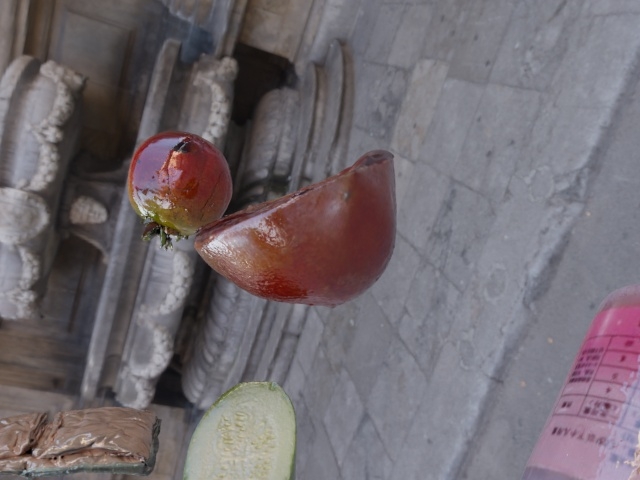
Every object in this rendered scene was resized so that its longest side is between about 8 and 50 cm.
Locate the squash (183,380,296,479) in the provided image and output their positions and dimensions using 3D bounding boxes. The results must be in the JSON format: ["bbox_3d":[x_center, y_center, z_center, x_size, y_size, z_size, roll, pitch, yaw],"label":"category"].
[{"bbox_3d":[-0.130,0.360,0.941,0.189,0.189,0.261,144,129,-67],"label":"squash"}]

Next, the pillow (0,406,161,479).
[{"bbox_3d":[-0.282,0.205,0.590,0.126,0.232,0.043,-168,78,-78],"label":"pillow"}]

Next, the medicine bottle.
[{"bbox_3d":[0.195,0.153,0.342,0.247,0.147,0.147,-56,10,-18],"label":"medicine bottle"}]

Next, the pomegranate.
[{"bbox_3d":[-0.281,-0.099,1.146,0.235,0.210,0.210,-65,14,-8],"label":"pomegranate"}]

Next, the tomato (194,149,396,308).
[{"bbox_3d":[0.000,0.005,0.758,0.170,0.308,0.309,66,167,-9],"label":"tomato"}]
